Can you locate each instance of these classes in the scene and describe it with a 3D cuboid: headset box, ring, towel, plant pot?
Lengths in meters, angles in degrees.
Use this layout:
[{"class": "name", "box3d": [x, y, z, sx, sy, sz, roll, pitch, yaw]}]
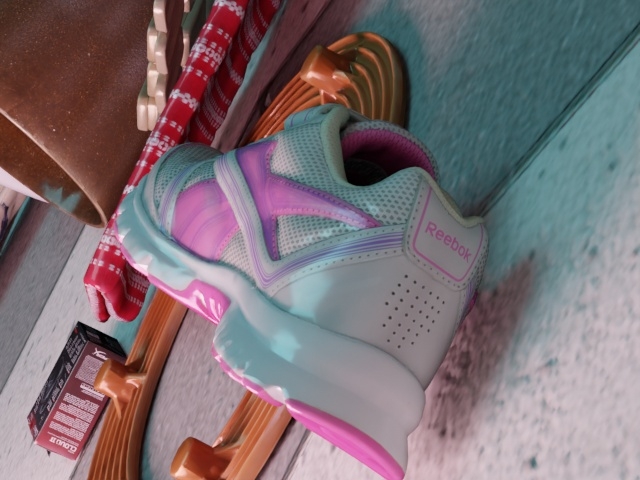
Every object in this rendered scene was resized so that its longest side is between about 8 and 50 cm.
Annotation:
[{"class": "headset box", "box3d": [-0.160, 0.101, 1.167, 0.083, 0.032, 0.062, -63, 16, 2]}, {"class": "ring", "box3d": [-0.056, 0.035, 0.962, 0.336, 0.032, 0.337, -54, 18, 27]}, {"class": "towel", "box3d": [-0.072, -0.081, 1.096, 0.199, 0.031, 0.275, 117, 178, -80]}, {"class": "plant pot", "box3d": [-0.175, -0.165, 1.376, 0.230, 0.215, 0.215, -51, 14, -13]}]

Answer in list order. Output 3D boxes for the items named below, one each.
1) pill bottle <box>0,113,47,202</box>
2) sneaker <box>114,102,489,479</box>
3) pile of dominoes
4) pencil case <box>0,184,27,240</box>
[{"class": "pill bottle", "box3d": [-0.216, -0.214, 1.546, 0.334, 0.188, 0.188, -61, 17, 5]}, {"class": "sneaker", "box3d": [0.000, 0.000, 0.733, 0.111, 0.103, 0.252, -53, 29, 1]}, {"class": "pile of dominoes", "box3d": [-0.102, -0.183, 1.209, 0.196, 0.040, 0.251, -76, -8, -51]}, {"class": "pencil case", "box3d": [-0.372, -0.020, 1.759, 0.183, 0.160, 0.410, 24, 87, 59]}]
